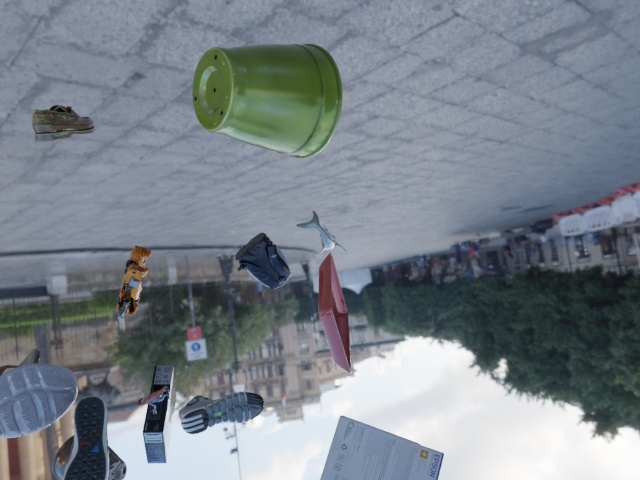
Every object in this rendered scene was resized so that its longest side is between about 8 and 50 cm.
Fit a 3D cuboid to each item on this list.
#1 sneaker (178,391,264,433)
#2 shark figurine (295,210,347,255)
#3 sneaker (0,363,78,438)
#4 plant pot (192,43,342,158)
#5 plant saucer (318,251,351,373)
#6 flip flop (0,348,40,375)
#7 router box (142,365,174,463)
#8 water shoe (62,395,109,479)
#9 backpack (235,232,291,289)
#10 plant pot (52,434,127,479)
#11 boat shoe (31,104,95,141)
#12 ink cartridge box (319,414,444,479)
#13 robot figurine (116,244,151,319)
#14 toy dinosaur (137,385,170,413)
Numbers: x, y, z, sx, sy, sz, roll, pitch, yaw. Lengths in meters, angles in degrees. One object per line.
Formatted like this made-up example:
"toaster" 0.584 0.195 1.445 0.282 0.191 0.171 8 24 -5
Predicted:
"sneaker" -0.279 0.450 1.396 0.228 0.086 0.132 -4 -175 -28
"shark figurine" 0.005 0.006 1.994 0.116 0.166 0.278 -43 159 0
"sneaker" -0.613 0.299 0.893 0.180 0.125 0.321 -10 180 33
"plant pot" -0.185 -0.440 1.563 0.353 0.367 0.366 -7 176 -41
"plant saucer" 0.039 0.211 1.480 0.047 0.259 0.258 -10 -146 7
"flip flop" -0.820 0.369 1.267 0.277 0.080 0.112 -35 -145 -2
"router box" -0.656 0.711 2.089 0.081 0.309 0.243 3 129 -9
"water shoe" -0.416 0.390 0.924 0.073 0.203 0.080 4 153 -14
"backpack" -0.179 0.072 1.710 0.152 0.182 0.115 -37 -154 10
"plant pot" -0.698 0.695 1.563 0.165 0.167 0.167 22 -170 29
"boat shoe" -0.858 -0.407 1.722 0.110 0.104 0.307 -3 -161 0
"ink cartridge box" 0.164 0.736 1.514 0.330 0.324 0.071 17 163 13
"robot figurine" -0.736 0.175 1.991 0.085 0.211 0.291 13 126 -20
"toy dinosaur" -0.421 0.389 1.272 0.082 0.047 0.090 -13 132 -15
